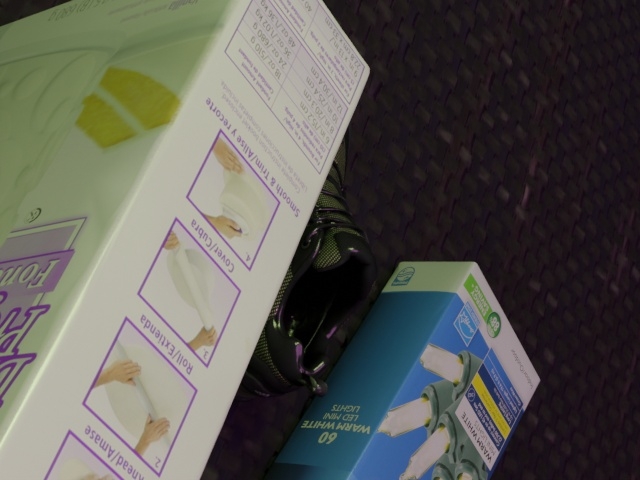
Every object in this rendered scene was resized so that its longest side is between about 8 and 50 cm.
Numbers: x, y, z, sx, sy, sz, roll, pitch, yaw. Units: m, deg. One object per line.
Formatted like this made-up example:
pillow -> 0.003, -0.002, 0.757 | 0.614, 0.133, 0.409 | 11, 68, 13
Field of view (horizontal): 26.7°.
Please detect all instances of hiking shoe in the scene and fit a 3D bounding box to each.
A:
hiking shoe -> 0.000, 0.000, 0.890 | 0.086, 0.114, 0.227 | 30, 66, -44

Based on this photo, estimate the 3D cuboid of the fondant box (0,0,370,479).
fondant box -> -0.139, 0.022, 0.605 | 0.096, 0.238, 0.330 | 51, 44, -34

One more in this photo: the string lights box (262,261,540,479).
string lights box -> 0.055, 0.151, 0.971 | 0.133, 0.076, 0.260 | 57, 50, -31
